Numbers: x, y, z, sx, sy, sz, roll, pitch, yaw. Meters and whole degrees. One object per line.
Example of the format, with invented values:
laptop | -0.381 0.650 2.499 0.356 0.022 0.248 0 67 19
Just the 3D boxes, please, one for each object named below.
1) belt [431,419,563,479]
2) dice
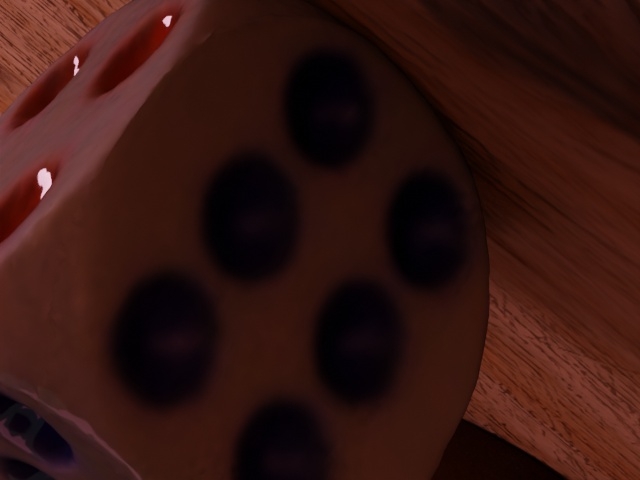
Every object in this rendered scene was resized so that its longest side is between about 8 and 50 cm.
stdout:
belt | 0.096 0.240 1.246 0.339 0.122 0.217 16 152 46
dice | -0.076 0.033 0.761 0.243 0.259 0.251 48 150 -22
